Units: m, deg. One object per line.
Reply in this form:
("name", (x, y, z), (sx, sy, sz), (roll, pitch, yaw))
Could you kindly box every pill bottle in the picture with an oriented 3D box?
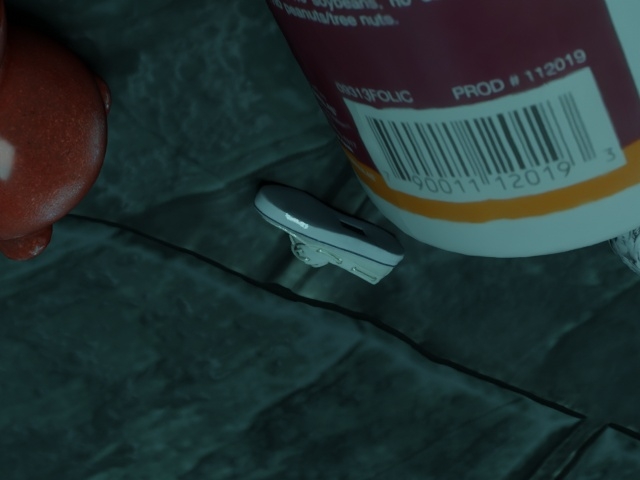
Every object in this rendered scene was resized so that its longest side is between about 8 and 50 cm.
("pill bottle", (0.047, -0.202, 0.676), (0.224, 0.224, 0.392), (-23, 127, 8))

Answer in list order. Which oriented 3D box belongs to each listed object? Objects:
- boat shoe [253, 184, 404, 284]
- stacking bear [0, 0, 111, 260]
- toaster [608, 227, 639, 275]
("boat shoe", (0.000, 0.000, 0.941), (0.100, 0.035, 0.035), (21, 118, -31))
("stacking bear", (-0.218, -0.095, 0.755), (0.164, 0.175, 0.289), (-1, 154, 41))
("toaster", (0.216, -0.061, 0.860), (0.129, 0.146, 0.227), (35, 115, -29))
